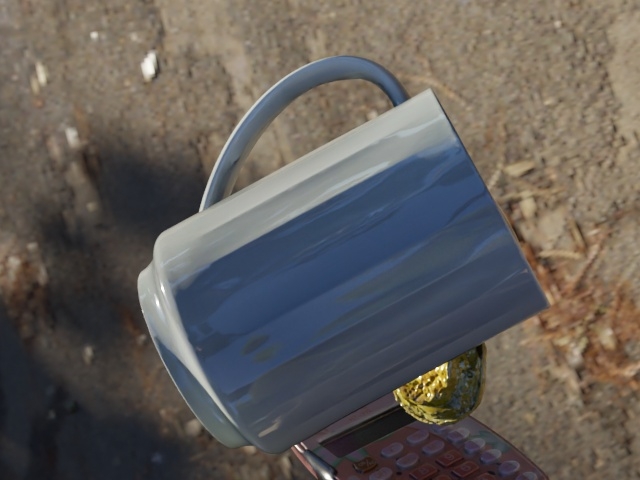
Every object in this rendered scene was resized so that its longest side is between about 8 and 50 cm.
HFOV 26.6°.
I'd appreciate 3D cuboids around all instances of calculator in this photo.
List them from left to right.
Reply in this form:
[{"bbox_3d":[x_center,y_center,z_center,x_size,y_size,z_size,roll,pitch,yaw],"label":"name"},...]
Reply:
[{"bbox_3d":[0.114,0.265,1.590,0.330,0.220,0.048,28,126,44],"label":"calculator"}]

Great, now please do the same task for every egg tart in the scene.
[{"bbox_3d":[0.116,0.133,1.433,0.130,0.052,0.130,1,91,42],"label":"egg tart"}]

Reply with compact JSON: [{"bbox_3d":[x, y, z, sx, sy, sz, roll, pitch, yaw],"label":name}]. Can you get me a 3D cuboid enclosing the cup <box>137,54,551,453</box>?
[{"bbox_3d":[0.000,0.000,1.278,0.327,0.237,0.322,-28,73,8],"label":"cup"}]
